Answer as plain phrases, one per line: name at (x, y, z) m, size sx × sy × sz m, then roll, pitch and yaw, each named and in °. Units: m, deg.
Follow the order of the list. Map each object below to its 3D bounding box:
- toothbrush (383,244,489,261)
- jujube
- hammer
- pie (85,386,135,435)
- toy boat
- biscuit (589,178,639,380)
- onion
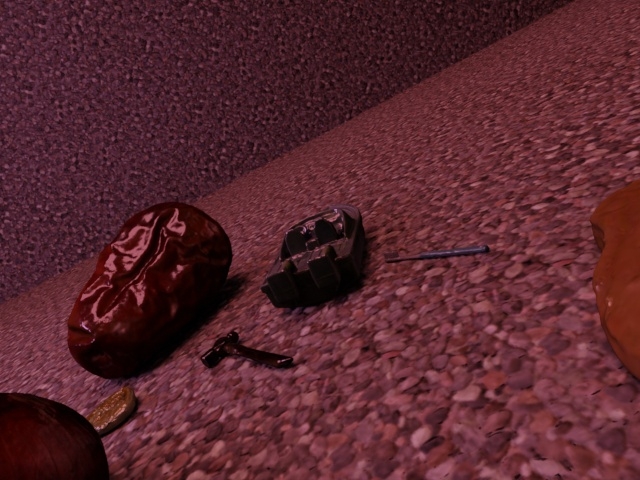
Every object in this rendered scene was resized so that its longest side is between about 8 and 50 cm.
toothbrush at (0.147, 0.016, 0.702) m, size 0.011 × 0.014 × 0.167 m, roll -30°, pitch 14°, yaw -40°
jujube at (-0.295, 0.077, 0.923) m, size 0.216 × 0.216 × 0.342 m, roll -16°, pitch 34°, yaw 36°
hammer at (-0.091, 0.149, 0.680) m, size 0.065 × 0.021 × 0.178 m, roll -39°, pitch 22°, yaw -33°
pie at (-0.287, 0.235, 0.725) m, size 0.084 × 0.021 × 0.084 m, roll -25°, pitch 21°, yaw 10°
toy boat at (0.000, 0.000, 0.846) m, size 0.141 × 0.092 × 0.319 m, roll -21°, pitch 17°, yaw 16°
biscuit at (0.385, -0.020, 0.347) m, size 0.385 × 0.062 × 0.365 m, roll -18°, pitch 18°, yaw 29°
onion at (-0.351, 0.214, 0.499) m, size 0.272 × 0.195 × 0.272 m, roll -14°, pitch -18°, yaw -5°
